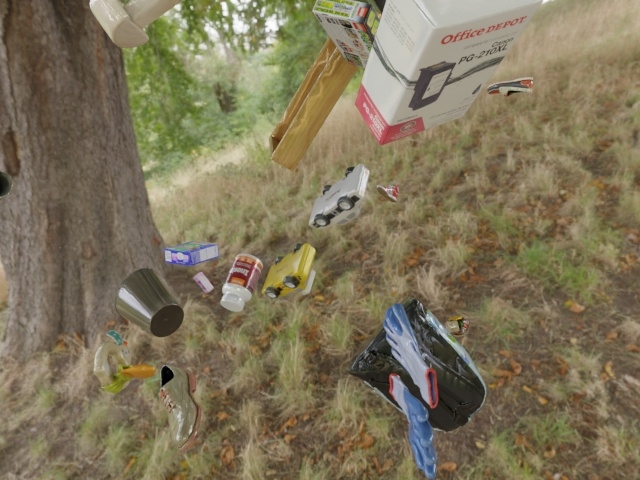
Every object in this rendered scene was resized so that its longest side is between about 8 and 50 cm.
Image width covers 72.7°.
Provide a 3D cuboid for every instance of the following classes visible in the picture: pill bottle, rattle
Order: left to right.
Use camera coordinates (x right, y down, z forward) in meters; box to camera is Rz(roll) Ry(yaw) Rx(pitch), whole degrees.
[{"bbox_3d":[-0.500,0.290,1.143,0.143,0.130,0.199,-38,19,9],"label":"rattle"},{"bbox_3d":[-0.225,0.120,1.233,0.086,0.086,0.152,7,55,14],"label":"pill bottle"}]

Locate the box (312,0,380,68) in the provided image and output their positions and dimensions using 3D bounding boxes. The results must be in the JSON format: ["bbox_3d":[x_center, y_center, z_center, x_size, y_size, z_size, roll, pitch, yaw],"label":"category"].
[{"bbox_3d":[0.077,-0.404,0.871,0.114,0.036,0.207,25,4,23],"label":"box"}]

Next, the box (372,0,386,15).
[{"bbox_3d":[0.258,-0.879,1.369,0.212,0.293,0.395,55,22,10],"label":"box"}]

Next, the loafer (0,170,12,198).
[{"bbox_3d":[-0.763,-0.119,0.980,0.111,0.319,0.112,17,62,-20],"label":"loafer"}]

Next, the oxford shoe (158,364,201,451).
[{"bbox_3d":[-0.493,0.555,1.463,0.123,0.130,0.348,-47,30,0],"label":"oxford shoe"}]

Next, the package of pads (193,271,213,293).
[{"bbox_3d":[-0.452,0.163,1.683,0.032,0.083,0.050,-40,7,-30],"label":"package of pads"}]

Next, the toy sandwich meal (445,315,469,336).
[{"bbox_3d":[0.495,0.309,1.578,0.085,0.029,0.085,-14,59,23],"label":"toy sandwich meal"}]

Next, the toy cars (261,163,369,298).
[{"bbox_3d":[0.000,0.000,0.994,0.087,0.393,0.176,29,15,-21],"label":"toy cars"}]

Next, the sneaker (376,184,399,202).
[{"bbox_3d":[0.274,-0.209,1.755,0.118,0.067,0.042,33,-17,-37],"label":"sneaker"}]

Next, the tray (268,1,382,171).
[{"bbox_3d":[0.003,-0.392,1.116,0.076,0.411,0.203,29,20,-20],"label":"tray"}]

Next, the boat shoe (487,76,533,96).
[{"bbox_3d":[0.563,-0.451,1.299,0.049,0.043,0.137,-5,7,-44],"label":"boat shoe"}]

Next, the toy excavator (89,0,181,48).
[{"bbox_3d":[-0.225,-0.576,0.824,0.433,0.222,0.445,-37,4,-22],"label":"toy excavator"}]

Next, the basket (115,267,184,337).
[{"bbox_3d":[-0.599,0.233,1.547,0.227,0.204,0.154,25,-1,38],"label":"basket"}]

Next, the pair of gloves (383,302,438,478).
[{"bbox_3d":[0.109,0.180,0.545,0.023,0.198,0.159,-10,18,-6],"label":"pair of gloves"}]

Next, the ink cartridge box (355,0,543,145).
[{"bbox_3d":[0.167,-0.265,0.630,0.172,0.237,0.100,-22,73,-16],"label":"ink cartridge box"}]

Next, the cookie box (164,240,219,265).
[{"bbox_3d":[-0.337,0.032,1.143,0.092,0.040,0.107,5,13,28],"label":"cookie box"}]

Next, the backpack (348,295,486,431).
[{"bbox_3d":[0.299,0.368,1.242,0.355,0.290,0.273,41,6,7],"label":"backpack"}]
